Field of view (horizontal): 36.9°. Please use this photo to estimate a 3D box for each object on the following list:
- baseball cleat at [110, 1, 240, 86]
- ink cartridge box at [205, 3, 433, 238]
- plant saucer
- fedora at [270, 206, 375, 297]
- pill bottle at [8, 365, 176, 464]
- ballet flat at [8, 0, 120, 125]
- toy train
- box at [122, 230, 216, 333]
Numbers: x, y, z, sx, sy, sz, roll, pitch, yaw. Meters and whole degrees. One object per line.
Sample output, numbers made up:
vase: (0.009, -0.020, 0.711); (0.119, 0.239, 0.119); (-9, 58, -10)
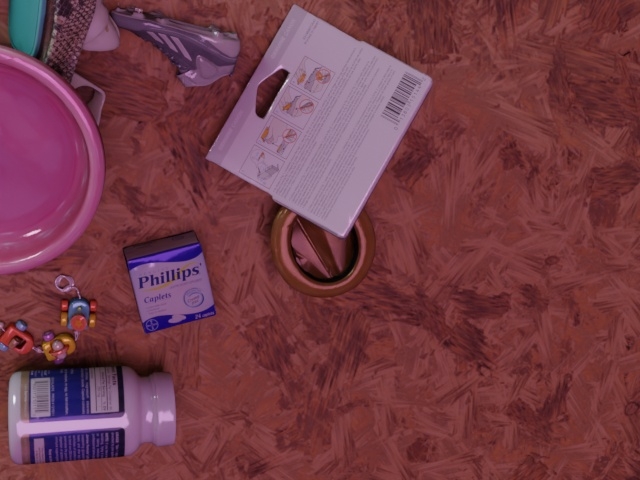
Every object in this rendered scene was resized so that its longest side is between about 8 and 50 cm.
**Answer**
baseball cleat: (-0.229, -0.296, 1.487); (0.205, 0.072, 0.109); (11, 112, -15)
ink cartridge box: (-0.001, -0.191, 1.561); (0.261, 0.066, 0.296); (30, 88, 3)
plant saucer: (-0.465, -0.116, 1.334); (0.332, 0.084, 0.332); (-2, 114, -5)
fedora: (0.000, 0.000, 1.645); (0.194, 0.079, 0.194); (-2, 101, -11)
pill bottle: (-0.379, 0.288, 1.602); (0.264, 0.153, 0.153); (-1, 109, -15)
ballet flat: (-0.400, -0.251, 1.429); (0.182, 0.164, 0.483); (4, 115, -39)
toy train: (-0.449, 0.144, 1.591); (0.166, 0.046, 0.125); (-44, 114, 3)
box: (-0.252, 0.069, 1.605); (0.126, 0.072, 0.137); (-15, 111, -11)
